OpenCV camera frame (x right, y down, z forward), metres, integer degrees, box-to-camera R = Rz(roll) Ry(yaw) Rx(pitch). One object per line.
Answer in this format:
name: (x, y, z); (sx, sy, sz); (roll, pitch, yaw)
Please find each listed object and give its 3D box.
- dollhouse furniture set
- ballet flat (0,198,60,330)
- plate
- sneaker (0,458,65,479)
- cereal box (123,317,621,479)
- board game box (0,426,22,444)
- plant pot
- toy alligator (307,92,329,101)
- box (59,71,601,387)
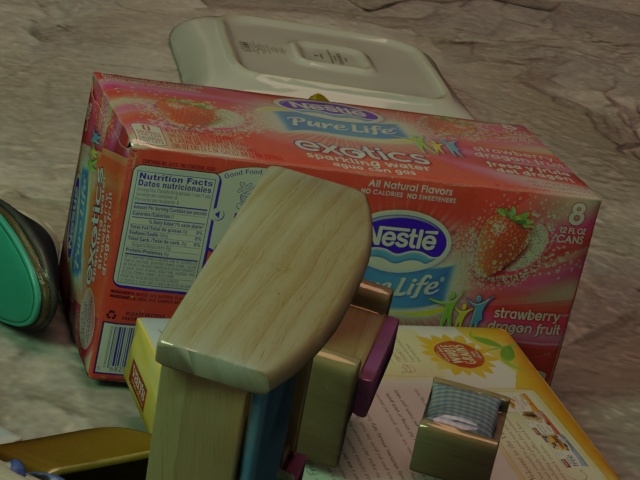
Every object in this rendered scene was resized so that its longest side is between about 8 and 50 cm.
dollhouse furniture set: (0.101, 0.100, 0.793); (0.303, 0.198, 0.286); (17, 35, 8)
ballet flat: (-0.209, -0.003, 1.166); (0.074, 0.074, 0.203); (-9, 27, -44)
plate: (0.006, -0.153, 1.717); (0.278, 0.045, 0.277); (7, 21, -12)
sneaker: (-0.186, 0.100, 0.732); (0.182, 0.127, 0.315); (8, 55, -58)
cereal box: (0.028, 0.108, 1.012); (0.240, 0.047, 0.173); (3, 31, -24)
board game box: (-0.217, 0.103, 0.948); (0.090, 0.020, 0.090); (24, 24, 29)
plant pot: (-0.117, 0.128, 0.863); (0.081, 0.081, 0.083); (-6, 15, -40)
toy alligator: (-0.024, -0.075, 1.490); (0.051, 0.056, 0.190); (55, 25, -3)
box: (0.000, 0.000, 1.149); (0.300, 0.154, 0.142); (5, 22, -19)
